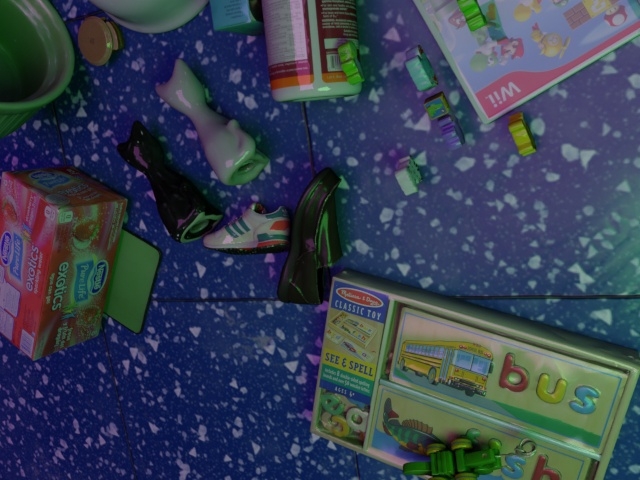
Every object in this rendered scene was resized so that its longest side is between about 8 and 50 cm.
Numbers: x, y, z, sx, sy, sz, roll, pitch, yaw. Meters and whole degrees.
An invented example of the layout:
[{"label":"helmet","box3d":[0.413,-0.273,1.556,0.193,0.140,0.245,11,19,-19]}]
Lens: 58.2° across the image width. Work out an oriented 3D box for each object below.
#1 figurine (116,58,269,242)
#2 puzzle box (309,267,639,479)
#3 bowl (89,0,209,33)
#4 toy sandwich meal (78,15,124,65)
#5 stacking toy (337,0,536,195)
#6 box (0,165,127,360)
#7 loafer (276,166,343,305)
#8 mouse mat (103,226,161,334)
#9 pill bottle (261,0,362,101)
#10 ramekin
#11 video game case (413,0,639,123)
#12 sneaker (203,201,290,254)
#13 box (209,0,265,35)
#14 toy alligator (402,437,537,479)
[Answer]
[{"label":"figurine","box3d":[-0.210,-0.141,0.892,0.209,0.092,0.215,50,117,11]},{"label":"puzzle box","box3d":[0.191,0.219,0.808,0.409,0.052,0.271,15,108,22]},{"label":"bowl","box3d":[-0.284,-0.455,0.816,0.298,0.134,0.297,7,106,23]},{"label":"toy sandwich meal","box3d":[-0.362,-0.329,0.945,0.086,0.029,0.085,9,110,27]},{"label":"stacking toy","box3d":[0.139,-0.172,0.688,0.167,0.052,0.221,-19,114,28]},{"label":"box","box3d":[-0.473,0.035,1.019,0.154,0.142,0.299,28,113,22]},{"label":"loafer","box3d":[0.000,0.000,0.836,0.079,0.080,0.219,19,116,10]},{"label":"mouse mat","box3d":[-0.369,0.065,1.060,0.153,0.007,0.189,28,113,17]},{"label":"pill bottle","box3d":[-0.014,-0.294,0.735,0.121,0.121,0.221,0,103,25]},{"label":"ramekin","box3d":[-0.567,-0.302,0.903,0.148,0.303,0.303,-29,90,36]},{"label":"video game case","box3d":[0.215,-0.312,0.677,0.204,0.025,0.285,-30,90,28]},{"label":"sneaker","box3d":[-0.113,-0.019,0.898,0.161,0.057,0.075,-3,78,32]},{"label":"box","box3d":[-0.108,-0.406,0.763,0.060,0.100,0.244,-1,103,25]},{"label":"toy alligator","box3d":[0.203,0.299,0.767,0.190,0.056,0.051,-22,135,27]}]
